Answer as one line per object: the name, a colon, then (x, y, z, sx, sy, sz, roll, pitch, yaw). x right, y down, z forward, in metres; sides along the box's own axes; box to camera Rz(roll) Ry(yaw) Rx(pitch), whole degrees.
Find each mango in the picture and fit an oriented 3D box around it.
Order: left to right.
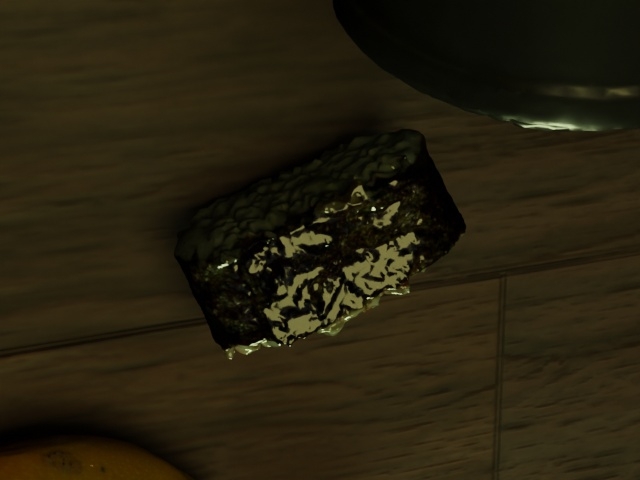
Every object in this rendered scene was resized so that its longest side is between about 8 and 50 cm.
mango: (-0.116, 0.158, 0.762, 0.190, 0.075, 0.098, 28, 113, -32)

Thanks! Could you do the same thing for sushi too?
sushi: (0.000, 0.000, 0.742, 0.150, 0.090, 0.078, -28, 114, -8)

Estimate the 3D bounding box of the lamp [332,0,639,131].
lamp: (0.122, -0.189, 0.581, 0.374, 0.205, 0.272, 26, 131, -4)
